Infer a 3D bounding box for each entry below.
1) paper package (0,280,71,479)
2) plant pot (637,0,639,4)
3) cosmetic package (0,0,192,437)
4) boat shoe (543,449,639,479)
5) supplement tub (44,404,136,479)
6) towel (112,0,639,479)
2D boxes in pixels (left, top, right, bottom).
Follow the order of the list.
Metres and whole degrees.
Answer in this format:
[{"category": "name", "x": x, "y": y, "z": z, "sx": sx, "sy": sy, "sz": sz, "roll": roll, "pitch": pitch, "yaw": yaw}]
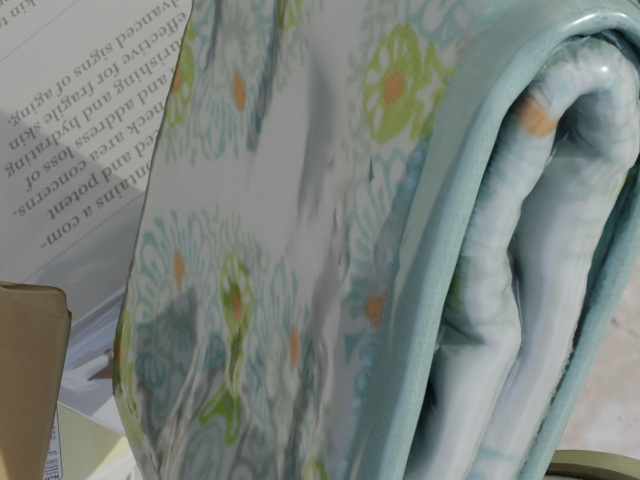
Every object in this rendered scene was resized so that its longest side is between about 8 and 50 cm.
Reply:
[{"category": "paper package", "x": -0.301, "y": 0.152, "z": 0.718, "sx": 0.310, "sy": 0.168, "sz": 0.324, "roll": 14, "pitch": 80, "yaw": -32}, {"category": "plant pot", "x": 0.256, "y": -0.239, "z": 1.232, "sx": 0.272, "sy": 0.255, "sz": 0.271, "roll": 19, "pitch": 123, "yaw": 32}, {"category": "cosmetic package", "x": -0.058, "y": -0.086, "z": 1.132, "sx": 0.329, "sy": 0.393, "sz": 0.327, "roll": -35, "pitch": 145, "yaw": 10}, {"category": "boat shoe", "x": 0.154, "y": 0.176, "z": 0.615, "sx": 0.103, "sy": 0.302, "sz": 0.113, "roll": -41, "pitch": 126, "yaw": -21}, {"category": "supplement tub", "x": -0.280, "y": 0.109, "z": 1.461, "sx": 0.236, "sy": 0.235, "sz": 0.324, "roll": -1, "pitch": 116, "yaw": 0}, {"category": "towel", "x": 0.000, "y": 0.000, "z": 0.700, "sx": 0.090, "sy": 0.320, "sz": 0.374, "roll": 3, "pitch": 122, "yaw": -25}]
